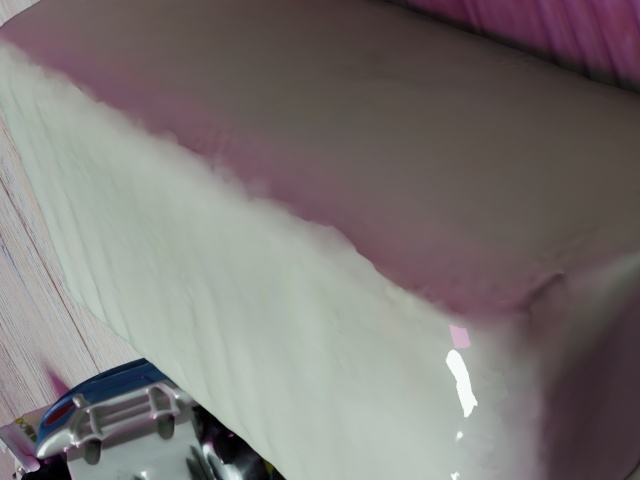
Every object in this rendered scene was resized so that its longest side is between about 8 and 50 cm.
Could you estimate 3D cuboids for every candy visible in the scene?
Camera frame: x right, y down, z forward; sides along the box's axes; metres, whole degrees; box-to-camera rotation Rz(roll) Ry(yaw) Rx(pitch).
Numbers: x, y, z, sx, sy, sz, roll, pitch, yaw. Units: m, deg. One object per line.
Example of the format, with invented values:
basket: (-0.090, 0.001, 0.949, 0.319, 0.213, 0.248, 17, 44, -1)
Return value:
candy: (-0.002, -0.001, 0.513, 0.358, 0.145, 0.208, 33, 142, 39)

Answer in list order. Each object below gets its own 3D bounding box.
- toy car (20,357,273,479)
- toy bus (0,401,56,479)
toy car: (-0.111, 0.238, 0.886, 0.166, 0.198, 0.314, -106, -4, -64)
toy bus: (-0.321, 0.313, 1.329, 0.090, 0.112, 0.274, 38, 146, 31)
